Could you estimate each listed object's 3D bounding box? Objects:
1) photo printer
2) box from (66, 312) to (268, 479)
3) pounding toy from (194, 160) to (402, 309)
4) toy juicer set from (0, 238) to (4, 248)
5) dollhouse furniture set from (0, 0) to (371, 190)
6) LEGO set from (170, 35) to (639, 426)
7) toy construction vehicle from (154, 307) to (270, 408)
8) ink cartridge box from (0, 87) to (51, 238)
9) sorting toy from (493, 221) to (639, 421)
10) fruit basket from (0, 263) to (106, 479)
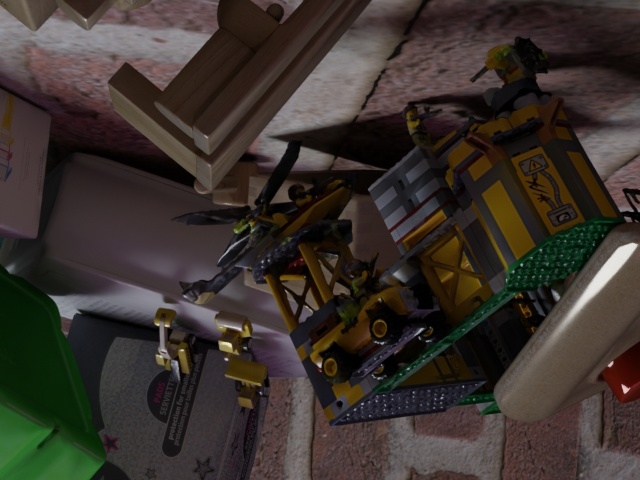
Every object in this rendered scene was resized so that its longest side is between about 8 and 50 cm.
[{"bbox_3d":[-0.103,0.034,1.245,0.308,0.107,0.256,19,165,-17],"label":"photo printer"},{"bbox_3d":[-0.151,0.208,1.230,0.163,0.247,0.142,12,164,8],"label":"box"},{"bbox_3d":[-0.011,-0.001,1.043,0.181,0.094,0.206,-3,-169,-37],"label":"pounding toy"},{"bbox_3d":[-0.380,0.004,1.401,0.209,0.089,0.329,3,171,8],"label":"toy juicer set"},{"bbox_3d":[-0.064,-0.127,0.617,0.151,0.123,0.144,40,170,2],"label":"dollhouse furniture set"},{"bbox_3d":[0.100,-0.032,0.818,0.331,0.192,0.255,-5,150,-41],"label":"LEGO set"},{"bbox_3d":[-0.085,0.092,1.142,0.086,0.035,0.098,14,142,14],"label":"toy construction vehicle"},{"bbox_3d":[-0.251,-0.057,0.948,0.092,0.089,0.143,2,171,19],"label":"ink cartridge box"},{"bbox_3d":[0.227,-0.001,0.706,0.229,0.041,0.307,-17,157,-20],"label":"sorting toy"},{"bbox_3d":[-0.399,0.127,1.061,0.392,0.283,0.392,-16,141,-13],"label":"fruit basket"}]
